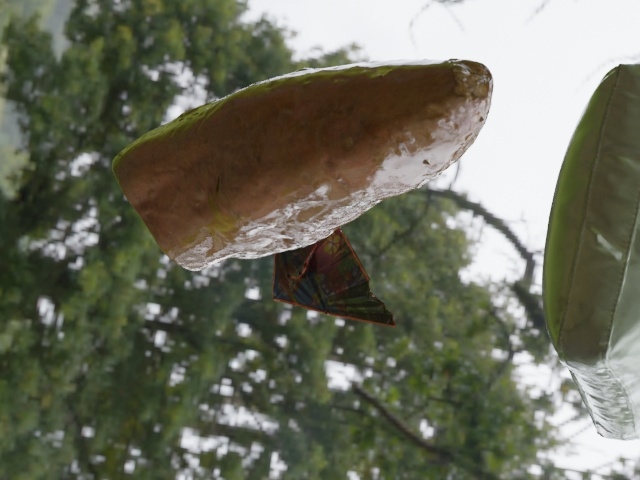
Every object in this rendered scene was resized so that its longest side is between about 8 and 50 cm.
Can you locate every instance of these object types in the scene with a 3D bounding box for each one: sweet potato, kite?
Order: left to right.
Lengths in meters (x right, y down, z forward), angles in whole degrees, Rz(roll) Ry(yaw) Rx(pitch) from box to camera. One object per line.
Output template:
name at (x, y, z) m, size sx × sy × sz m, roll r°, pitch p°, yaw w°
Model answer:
sweet potato at (-0.015, -0.041, 0.623) m, size 0.251 × 0.097 × 0.097 m, roll -13°, pitch -119°, yaw 38°
kite at (0.000, 0.000, 0.873) m, size 0.159 × 0.010 × 0.190 m, roll -52°, pitch -122°, yaw 39°

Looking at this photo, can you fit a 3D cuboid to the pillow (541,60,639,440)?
pillow at (0.259, 0.020, 0.973) m, size 0.322 × 0.119 × 0.255 m, roll 46°, pitch 56°, yaw -64°
